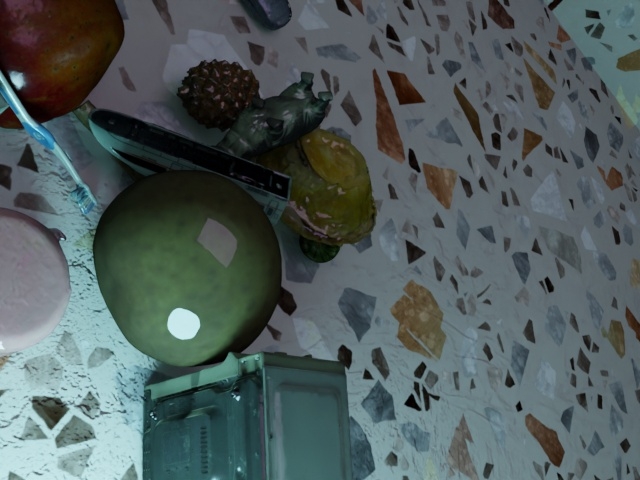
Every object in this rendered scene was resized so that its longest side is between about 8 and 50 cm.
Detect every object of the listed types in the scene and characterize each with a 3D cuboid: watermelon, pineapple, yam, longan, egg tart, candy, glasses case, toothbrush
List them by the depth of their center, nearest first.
[{"bbox_3d":[-0.528,0.064,1.406,0.255,0.094,0.255,20,60,-39],"label":"candy"},{"bbox_3d":[-0.493,-0.196,1.499,0.040,0.040,0.386,-66,144,-39],"label":"toothbrush"},{"bbox_3d":[-0.240,0.050,1.555,0.361,0.361,0.361,20,60,-39],"label":"longan"},{"bbox_3d":[-0.381,-0.166,1.691,0.264,0.046,0.046,49,45,-18],"label":"yam"},{"bbox_3d":[-0.225,-0.310,1.831,0.193,0.166,0.166,-4,77,-44],"label":"pineapple"},{"bbox_3d":[0.003,-0.145,1.941,0.345,0.132,0.345,23,41,-22],"label":"egg tart"},{"bbox_3d":[-0.001,0.004,1.977,0.109,0.109,0.109,20,60,-39],"label":"watermelon"},{"bbox_3d":[-0.172,-0.639,2.088,0.282,0.067,0.109,52,47,-15],"label":"glasses case"}]

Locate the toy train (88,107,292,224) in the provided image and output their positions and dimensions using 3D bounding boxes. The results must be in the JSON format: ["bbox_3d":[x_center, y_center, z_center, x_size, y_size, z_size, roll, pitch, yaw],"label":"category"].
[{"bbox_3d":[-0.258,-0.143,1.661,0.407,0.088,0.086,21,37,-11],"label":"toy train"}]

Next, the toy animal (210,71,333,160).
[{"bbox_3d":[-0.134,-0.221,1.781,0.343,0.168,0.106,-36,79,-13],"label":"toy animal"}]

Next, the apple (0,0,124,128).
[{"bbox_3d":[-0.546,-0.398,1.568,0.365,0.295,0.329,-29,133,-47],"label":"apple"}]

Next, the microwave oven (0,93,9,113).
[{"bbox_3d":[-0.632,-0.256,1.384,0.208,0.162,0.122,56,36,-10],"label":"microwave oven"}]

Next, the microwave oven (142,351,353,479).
[{"bbox_3d":[-0.143,0.354,1.488,0.218,0.355,0.286,16,63,-41],"label":"microwave oven"}]
